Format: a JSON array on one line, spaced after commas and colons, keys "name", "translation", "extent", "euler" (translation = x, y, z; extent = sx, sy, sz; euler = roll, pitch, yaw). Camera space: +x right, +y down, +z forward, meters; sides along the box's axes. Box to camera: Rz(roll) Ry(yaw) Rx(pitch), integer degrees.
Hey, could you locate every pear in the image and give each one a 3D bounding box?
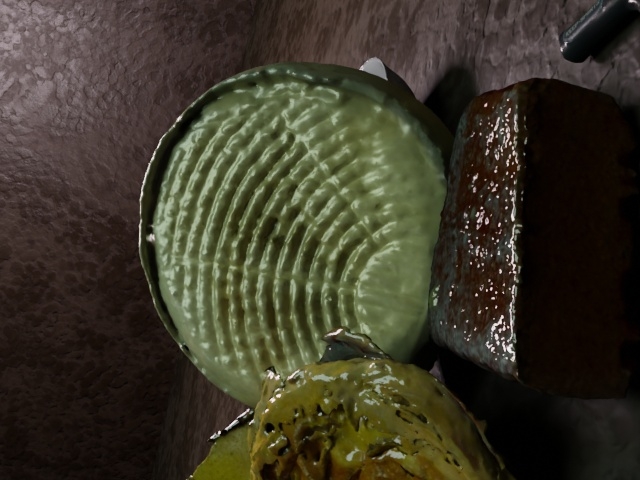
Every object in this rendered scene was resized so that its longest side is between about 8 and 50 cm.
[{"name": "pear", "translation": [-0.017, 0.300, 0.962], "extent": [0.178, 0.267, 0.267], "euler": [58, 144, 24]}]

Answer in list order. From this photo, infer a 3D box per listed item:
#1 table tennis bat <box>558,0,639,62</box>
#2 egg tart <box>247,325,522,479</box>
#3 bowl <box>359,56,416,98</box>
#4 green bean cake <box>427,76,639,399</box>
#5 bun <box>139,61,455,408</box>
[{"name": "table tennis bat", "translation": [0.257, -0.209, 0.597], "extent": [0.236, 0.027, 0.150], "euler": [134, 144, -58]}, {"name": "egg tart", "translation": [0.064, 0.204, 0.710], "extent": [0.132, 0.297, 0.297], "euler": [-35, -24, -47]}, {"name": "bowl", "translation": [0.082, -0.126, 1.015], "extent": [0.189, 0.086, 0.189], "euler": [-168, 90, -74]}, {"name": "green bean cake", "translation": [0.169, -0.008, 0.638], "extent": [0.198, 0.097, 0.233], "euler": [180, 99, -74]}, {"name": "bun", "translation": [-0.001, -0.003, 0.862], "extent": [0.202, 0.364, 0.364], "euler": [-16, -60, -71]}]
